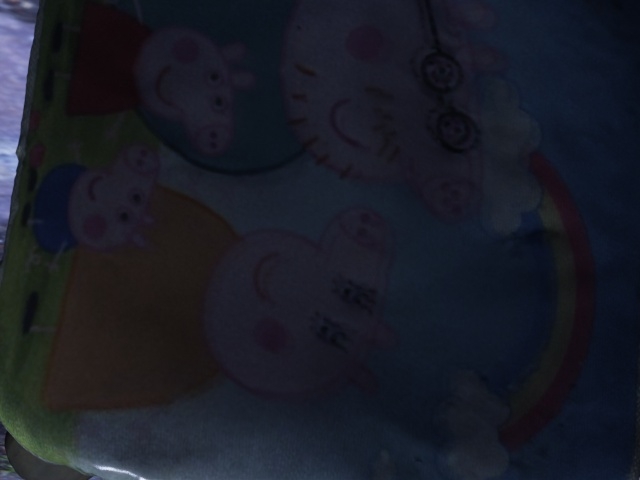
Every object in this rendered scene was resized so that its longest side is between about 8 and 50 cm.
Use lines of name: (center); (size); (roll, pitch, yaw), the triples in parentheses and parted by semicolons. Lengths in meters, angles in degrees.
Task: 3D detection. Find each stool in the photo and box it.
stool: (0.000, 0.000, 0.869); (0.310, 0.310, 0.226); (10, 163, -5)
